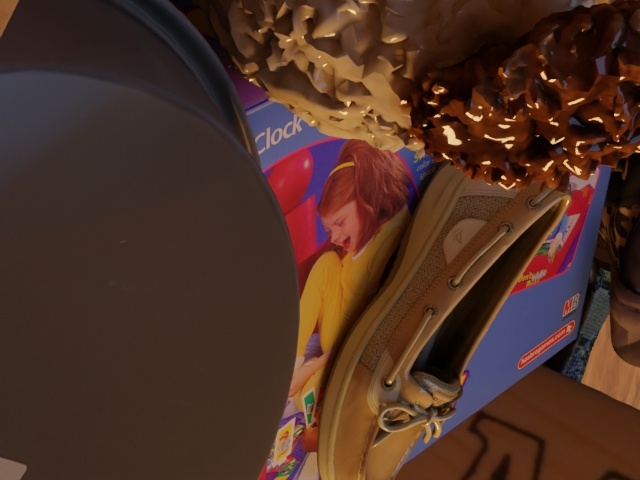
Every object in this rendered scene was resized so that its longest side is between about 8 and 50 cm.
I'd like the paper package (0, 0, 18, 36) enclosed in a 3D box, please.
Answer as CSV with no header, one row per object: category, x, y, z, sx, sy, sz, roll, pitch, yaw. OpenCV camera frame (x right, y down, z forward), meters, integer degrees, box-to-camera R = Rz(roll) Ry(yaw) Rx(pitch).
paper package,-0.167,-0.099,0.239,0.325,0.168,0.309,-61,158,13

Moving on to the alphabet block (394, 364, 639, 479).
alphabet block,0.111,0.198,1.107,0.193,0.197,0.192,-54,153,-25

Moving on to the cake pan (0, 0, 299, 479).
cake pan,-0.122,0.055,0.553,0.293,0.054,0.293,-24,133,-29

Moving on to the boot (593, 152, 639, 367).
boot,0.189,-0.117,1.023,0.377,0.138,0.284,-70,155,-71

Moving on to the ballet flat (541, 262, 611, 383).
ballet flat,0.141,0.055,1.216,0.070,0.070,0.188,-13,128,-61

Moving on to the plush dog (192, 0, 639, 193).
plush dog,0.051,-0.121,0.649,0.225,0.262,0.210,-41,151,-29

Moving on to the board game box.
board game box,0.000,0.000,0.787,0.347,0.078,0.233,-29,137,-43

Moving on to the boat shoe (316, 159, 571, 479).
boat shoe,0.047,0.038,0.762,0.056,0.048,0.153,22,95,-60
